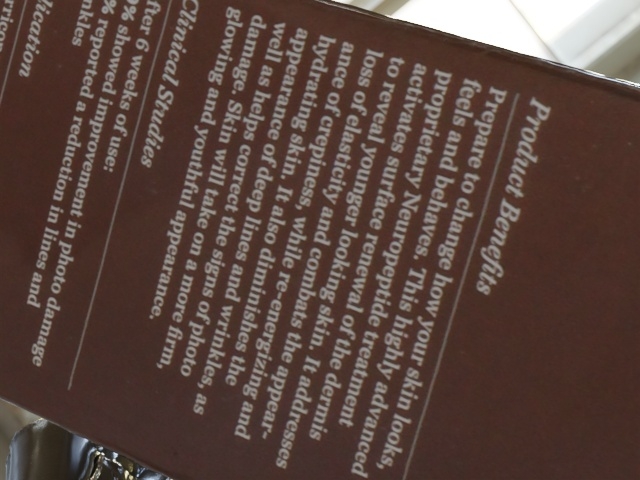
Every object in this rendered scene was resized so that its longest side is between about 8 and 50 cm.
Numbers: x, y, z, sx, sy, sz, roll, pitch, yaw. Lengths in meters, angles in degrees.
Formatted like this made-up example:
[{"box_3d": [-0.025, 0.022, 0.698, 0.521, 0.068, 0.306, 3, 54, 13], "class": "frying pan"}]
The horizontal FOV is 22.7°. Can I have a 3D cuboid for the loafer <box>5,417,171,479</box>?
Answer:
[{"box_3d": [-0.135, 0.132, 0.803, 0.078, 0.080, 0.220, 49, 12, -4], "class": "loafer"}]

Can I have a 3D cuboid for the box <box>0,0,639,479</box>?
[{"box_3d": [0.000, 0.000, 0.627, 0.381, 0.191, 0.143, 21, 10, 28], "class": "box"}]
